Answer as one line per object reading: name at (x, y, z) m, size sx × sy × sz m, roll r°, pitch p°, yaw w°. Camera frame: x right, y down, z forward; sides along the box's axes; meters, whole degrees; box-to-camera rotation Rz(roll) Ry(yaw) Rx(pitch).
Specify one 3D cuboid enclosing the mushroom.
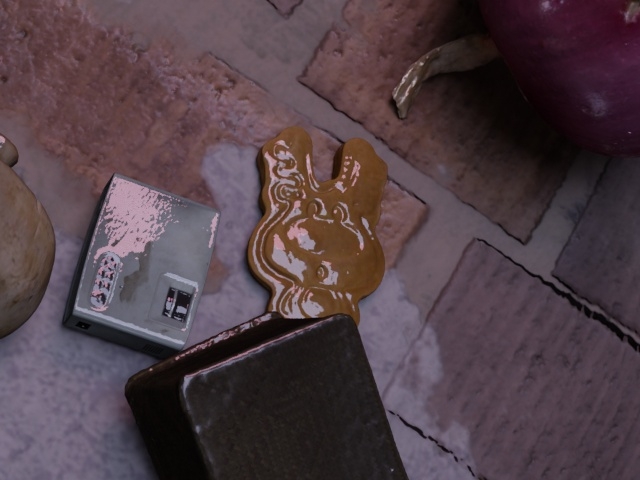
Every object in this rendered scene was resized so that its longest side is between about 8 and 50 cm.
mushroom at (-0.336, -0.032, 1.435) m, size 0.254 × 0.189 × 0.195 m, roll 37°, pitch 66°, yaw -10°

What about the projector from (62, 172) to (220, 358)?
projector at (-0.168, 0.026, 1.551) m, size 0.115 × 0.061 × 0.147 m, roll 19°, pitch 67°, yaw -13°

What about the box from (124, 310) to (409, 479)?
box at (-0.031, 0.212, 1.471) m, size 0.184 × 0.143 × 0.273 m, roll -23°, pitch 95°, yaw -26°

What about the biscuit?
biscuit at (-0.003, 0.000, 1.642) m, size 0.144 × 0.040 × 0.236 m, roll 8°, pitch 68°, yaw -13°

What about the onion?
onion at (0.276, -0.265, 1.694) m, size 0.345 × 0.358 × 0.358 m, roll 10°, pitch 62°, yaw 28°
